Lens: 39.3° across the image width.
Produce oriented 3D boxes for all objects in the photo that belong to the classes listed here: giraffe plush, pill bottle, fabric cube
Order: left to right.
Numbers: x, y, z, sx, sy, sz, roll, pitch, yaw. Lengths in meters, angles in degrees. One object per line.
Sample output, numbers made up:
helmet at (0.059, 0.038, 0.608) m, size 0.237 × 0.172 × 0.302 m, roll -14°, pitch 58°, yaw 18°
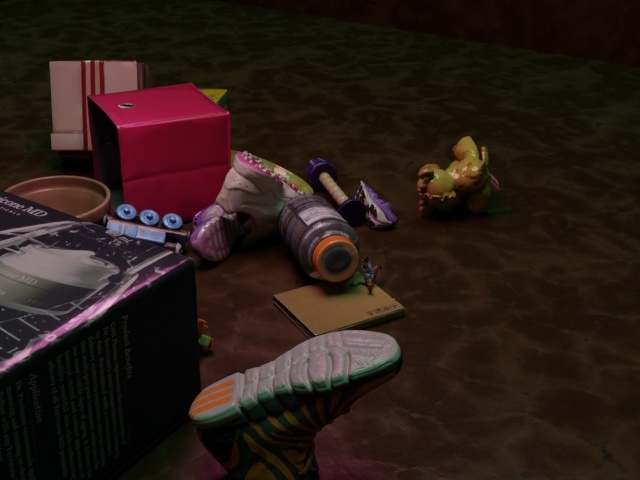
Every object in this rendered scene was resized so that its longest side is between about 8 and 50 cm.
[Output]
fabric cube at (-0.370, -0.200, 2.068) m, size 0.258 × 0.259 × 0.254 m, roll -12°, pitch 29°, yaw -25°
pill bottle at (0.000, 0.000, 1.815) m, size 0.130 × 0.131 × 0.246 m, roll -6°, pitch 22°, yaw -15°
giraffe plush at (0.301, -0.133, 2.089) m, size 0.170 × 0.182 × 0.210 m, roll -14°, pitch 12°, yaw -5°

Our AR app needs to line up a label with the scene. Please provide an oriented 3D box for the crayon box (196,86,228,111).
crayon box at (-0.379, -0.359, 2.562) m, size 0.165 × 0.081 × 0.278 m, roll 6°, pitch 28°, yaw 9°

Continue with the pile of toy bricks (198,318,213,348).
pile of toy bricks at (-0.239, 0.166, 1.571) m, size 0.105 × 0.118 × 0.212 m, roll 18°, pitch -2°, yaw -34°

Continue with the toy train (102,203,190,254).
toy train at (-0.367, -0.008, 1.877) m, size 0.184 × 0.080 × 0.105 m, roll 12°, pitch 50°, yaw -12°

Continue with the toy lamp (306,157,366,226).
toy lamp at (0.030, -0.122, 2.142) m, size 0.080 × 0.080 × 0.275 m, roll -7°, pitch 31°, yaw -16°

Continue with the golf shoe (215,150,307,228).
golf shoe at (-0.114, -0.081, 1.944) m, size 0.115 × 0.140 × 0.306 m, roll 39°, pitch 5°, yaw 39°

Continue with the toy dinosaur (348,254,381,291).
toy dinosaur at (0.101, 0.069, 1.772) m, size 0.090 × 0.047 × 0.082 m, roll 1°, pitch 44°, yaw -25°

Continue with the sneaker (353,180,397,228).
sneaker at (0.126, -0.077, 2.093) m, size 0.071 × 0.068 × 0.170 m, roll 6°, pitch 32°, yaw -26°

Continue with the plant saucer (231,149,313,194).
plant saucer at (-0.133, -0.148, 2.143) m, size 0.240 × 0.037 × 0.241 m, roll 23°, pitch 16°, yaw -7°

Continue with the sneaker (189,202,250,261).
sneaker at (-0.235, -0.024, 1.932) m, size 0.104 × 0.095 × 0.236 m, roll 3°, pitch 22°, yaw 17°

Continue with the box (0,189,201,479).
box at (-0.508, 0.174, 1.317) m, size 0.479 × 0.298 × 0.471 m, roll 17°, pitch 30°, yaw 28°

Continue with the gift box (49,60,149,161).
gift box at (-0.551, -0.333, 2.332) m, size 0.255 × 0.258 × 0.276 m, roll 1°, pitch 8°, yaw 2°

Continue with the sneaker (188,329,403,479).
sneaker at (-0.012, 0.251, 1.282) m, size 0.321 × 0.180 × 0.125 m, roll -21°, pitch 22°, yaw 15°

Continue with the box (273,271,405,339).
box at (0.034, 0.124, 1.725) m, size 0.201 × 0.021 × 0.164 m, roll -15°, pitch 32°, yaw -28°

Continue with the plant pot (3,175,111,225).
plant pot at (-0.567, -0.045, 1.922) m, size 0.237 × 0.110 × 0.237 m, roll 2°, pitch 27°, yaw -1°
